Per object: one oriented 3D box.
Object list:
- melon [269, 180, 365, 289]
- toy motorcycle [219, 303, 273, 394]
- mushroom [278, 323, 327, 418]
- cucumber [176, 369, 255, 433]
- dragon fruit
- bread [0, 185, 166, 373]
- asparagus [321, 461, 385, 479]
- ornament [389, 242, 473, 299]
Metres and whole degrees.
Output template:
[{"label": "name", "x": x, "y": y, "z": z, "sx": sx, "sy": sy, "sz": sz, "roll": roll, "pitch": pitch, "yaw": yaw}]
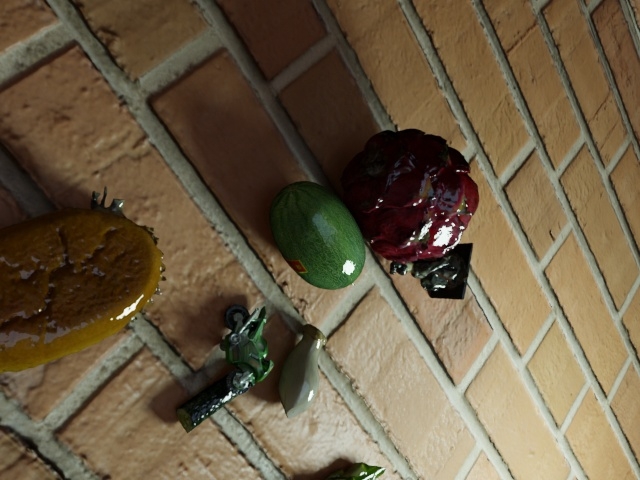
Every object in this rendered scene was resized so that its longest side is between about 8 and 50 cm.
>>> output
[{"label": "melon", "x": 0.000, "y": 0.000, "z": 1.333, "sx": 0.182, "sy": 0.182, "sz": 0.288, "roll": -46, "pitch": 115, "yaw": -27}, {"label": "toy motorcycle", "x": -0.151, "y": 0.227, "z": 1.268, "sx": 0.106, "sy": 0.074, "sz": 0.190, "roll": 5, "pitch": 65, "yaw": -25}, {"label": "mushroom", "x": -0.039, "y": 0.297, "z": 1.365, "sx": 0.097, "sy": 0.088, "sz": 0.213, "roll": 35, "pitch": 64, "yaw": -42}, {"label": "cucumber", "x": -0.201, "y": 0.318, "z": 1.266, "sx": 0.214, "sy": 0.052, "sz": 0.058, "roll": -30, "pitch": 129, "yaw": -34}, {"label": "dragon fruit", "x": 0.206, "y": -0.106, "z": 1.408, "sx": 0.329, "sy": 0.329, "sz": 0.329, "roll": 0, "pitch": 91, "yaw": -37}, {"label": "bread", "x": -0.444, "y": 0.074, "z": 0.998, "sx": 0.388, "sy": 0.183, "sz": 0.236, "roll": -29, "pitch": 105, "yaw": -33}, {"label": "asparagus", "x": 0.042, "y": 0.589, "z": 1.437, "sx": 0.287, "sy": 0.080, "sz": 0.080, "roll": -17, "pitch": 101, "yaw": -44}, {"label": "ornament", "x": 0.273, "y": 0.062, "z": 1.580, "sx": 0.196, "sy": 0.166, "sz": 0.153, "roll": 14, "pitch": 81, "yaw": -21}]
